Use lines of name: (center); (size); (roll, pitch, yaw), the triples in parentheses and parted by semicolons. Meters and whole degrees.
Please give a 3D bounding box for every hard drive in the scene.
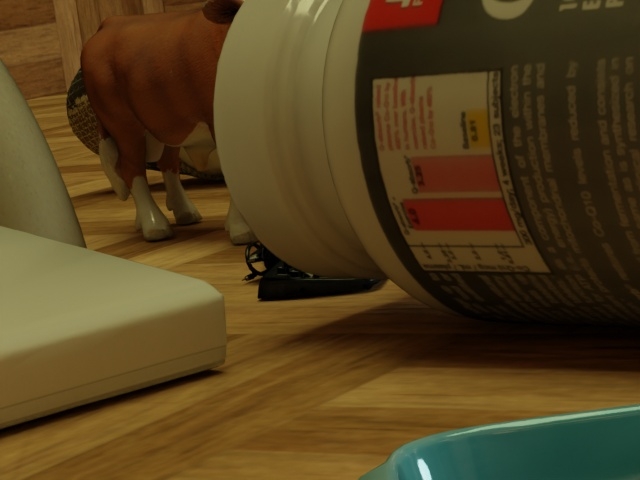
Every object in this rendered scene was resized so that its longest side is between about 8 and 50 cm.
hard drive: (-0.253, 0.060, 0.899); (0.353, 0.047, 0.233); (-14, 17, -37)

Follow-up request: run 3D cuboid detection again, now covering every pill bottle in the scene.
pill bottle: (0.133, -0.064, 0.891); (0.363, 0.210, 0.210); (0, 11, 44)

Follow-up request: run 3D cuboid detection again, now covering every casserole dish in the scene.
casserole dish: (0.104, 0.076, 0.565); (0.188, 0.037, 0.114); (-7, 8, -1)

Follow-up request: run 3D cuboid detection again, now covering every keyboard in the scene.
keyboard: (0.000, 0.000, 1.179); (0.100, 0.038, 0.192); (-6, 8, 11)

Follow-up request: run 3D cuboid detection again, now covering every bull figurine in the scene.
bull figurine: (-0.070, -0.096, 1.371); (0.101, 0.188, 0.310); (-14, 10, -33)

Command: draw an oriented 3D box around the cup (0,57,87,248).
cup: (-0.325, -0.065, 1.230); (0.331, 0.237, 0.331); (-7, 9, 1)

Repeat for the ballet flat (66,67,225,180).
ballet flat: (0.016, -0.133, 1.745); (0.482, 0.164, 0.182); (-7, 28, -10)
